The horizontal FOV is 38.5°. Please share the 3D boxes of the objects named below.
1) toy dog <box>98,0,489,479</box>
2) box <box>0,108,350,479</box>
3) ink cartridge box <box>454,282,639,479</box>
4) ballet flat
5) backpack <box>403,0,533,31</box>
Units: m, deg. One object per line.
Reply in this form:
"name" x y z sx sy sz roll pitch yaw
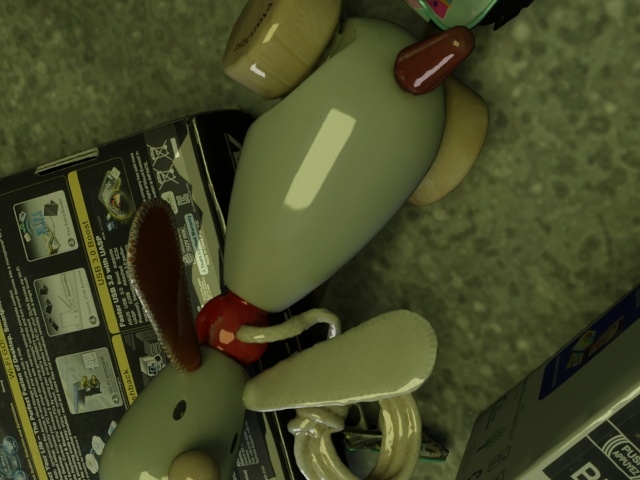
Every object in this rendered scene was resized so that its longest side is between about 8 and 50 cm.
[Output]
"toy dog" 0.000 0.000 0.499 0.220 0.161 0.334 8 85 -22
"box" -0.149 0.136 0.672 0.318 0.097 0.395 -15 94 24
"ink cartridge box" 0.209 0.057 0.514 0.065 0.165 0.333 44 114 4
"ballet flat" 0.036 0.137 0.664 0.114 0.041 0.041 1 104 18
"backpack" 0.064 -0.226 0.503 0.188 0.144 0.166 48 118 10
